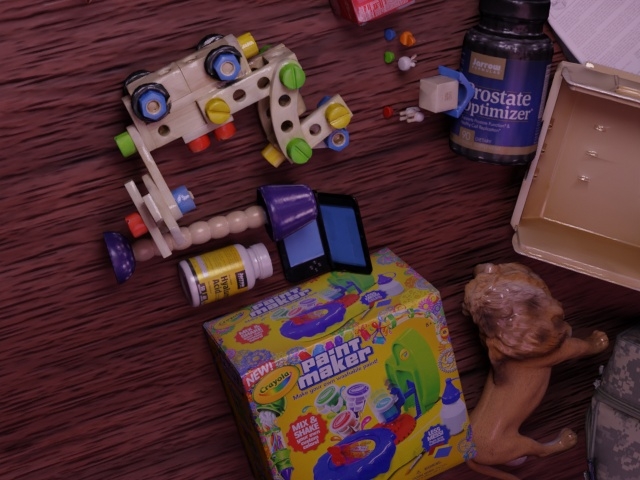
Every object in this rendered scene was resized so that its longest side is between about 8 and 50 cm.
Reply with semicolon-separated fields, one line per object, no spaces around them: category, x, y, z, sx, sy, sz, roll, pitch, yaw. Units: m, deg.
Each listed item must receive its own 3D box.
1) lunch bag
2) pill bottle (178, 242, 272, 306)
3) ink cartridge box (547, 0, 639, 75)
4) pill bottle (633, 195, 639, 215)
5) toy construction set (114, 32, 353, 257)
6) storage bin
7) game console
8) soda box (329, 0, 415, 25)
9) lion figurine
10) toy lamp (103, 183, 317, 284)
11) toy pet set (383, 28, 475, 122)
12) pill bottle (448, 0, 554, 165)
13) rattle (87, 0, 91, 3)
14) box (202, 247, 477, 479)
lunch bag;0.523;0.273;1.889;0.305;0.212;0.256;-12;120;-62
pill bottle;-0.126;0.042;1.660;0.116;0.065;0.065;-18;117;-16
ink cartridge box;0.402;-0.341;1.749;0.189;0.066;0.232;-43;99;-2
pill bottle;0.506;-0.147;1.811;0.121;0.121;0.216;-2;114;-22
toy construction set;-0.126;-0.133;1.553;0.327;0.151;0.215;-35;121;-19
storage bin;0.417;-0.087;1.719;0.260;0.123;0.262;17;118;9
game console;0.000;0.000;1.692;0.107;0.071;0.122;-21;117;-14
soda box;0.028;-0.403;1.529;0.083;0.092;0.263;-26;118;-12
lion figurine;0.284;0.223;1.854;0.240;0.142;0.392;2;103;-38
toy lamp;-0.139;-0.014;1.616;0.274;0.080;0.080;-16;116;-9
toy pet set;0.144;-0.215;1.654;0.065;0.114;0.122;-16;119;-34
pill bottle;0.246;-0.220;1.678;0.122;0.123;0.219;-2;111;-22
rattle;-0.207;-0.379;1.456;0.199;0.130;0.143;-17;107;13
box;0.029;0.207;1.729;0.289;0.177;0.279;-23;117;-13
